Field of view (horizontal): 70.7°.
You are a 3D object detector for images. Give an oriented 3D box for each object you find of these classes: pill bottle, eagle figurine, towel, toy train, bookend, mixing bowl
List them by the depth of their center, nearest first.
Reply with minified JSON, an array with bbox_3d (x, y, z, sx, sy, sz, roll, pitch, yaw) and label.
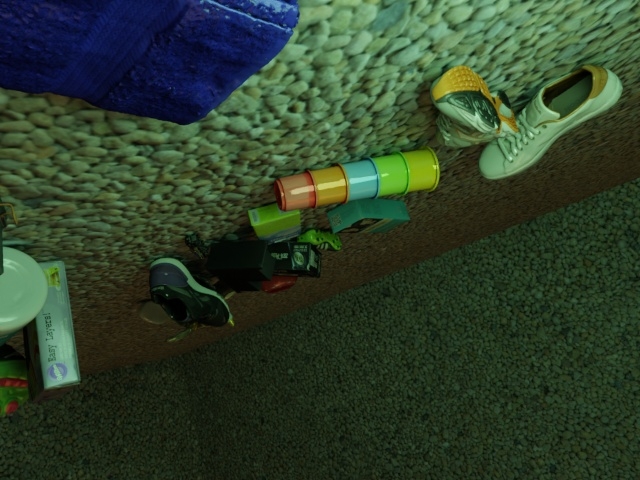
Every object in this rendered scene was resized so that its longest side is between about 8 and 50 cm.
[{"bbox_3d":[-0.178,-0.172,0.337,0.227,0.077,0.308,-29,163,37],"label":"towel"},{"bbox_3d":[-0.602,0.121,0.797,0.264,0.147,0.146,-29,163,36],"label":"pill bottle"},{"bbox_3d":[-0.287,0.017,1.052,0.036,0.027,0.158,-13,166,-6],"label":"toy train"},{"bbox_3d":[-0.170,0.069,1.112,0.157,0.073,0.156,-3,151,23],"label":"bookend"},{"bbox_3d":[-0.318,0.161,1.347,0.226,0.225,0.299,-71,-176,-57],"label":"eagle figurine"},{"bbox_3d":[-0.143,0.113,1.475,0.181,0.098,0.181,-17,166,-4],"label":"mixing bowl"}]

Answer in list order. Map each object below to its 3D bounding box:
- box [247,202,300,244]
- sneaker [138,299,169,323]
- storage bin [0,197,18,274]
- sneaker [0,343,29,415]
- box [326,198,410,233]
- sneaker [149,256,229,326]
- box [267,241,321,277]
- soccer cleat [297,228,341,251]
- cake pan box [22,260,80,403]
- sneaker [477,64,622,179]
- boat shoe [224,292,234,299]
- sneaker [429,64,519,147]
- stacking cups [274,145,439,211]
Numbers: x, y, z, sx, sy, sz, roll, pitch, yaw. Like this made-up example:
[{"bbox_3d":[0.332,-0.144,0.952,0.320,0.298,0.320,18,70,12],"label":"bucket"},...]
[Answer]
[{"bbox_3d":[-0.101,-0.038,1.039,0.108,0.043,0.178,-16,167,-6],"label":"box"},{"bbox_3d":[-0.555,0.243,1.519,0.094,0.080,0.212,-9,170,16],"label":"sneaker"},{"bbox_3d":[-0.459,-0.006,0.600,0.098,0.091,0.135,-10,165,-30],"label":"storage bin"},{"bbox_3d":[-0.848,0.260,0.915,0.185,0.202,0.482,-59,143,-4],"label":"sneaker"},{"bbox_3d":[0.134,-0.065,1.205,0.100,0.060,0.244,-29,163,37],"label":"box"},{"bbox_3d":[-0.333,0.172,1.138,0.107,0.124,0.283,-25,135,13],"label":"sneaker"},{"bbox_3d":[-0.083,0.056,1.268,0.147,0.078,0.180,2,169,9],"label":"box"},{"bbox_3d":[0.000,0.000,1.314,0.072,0.060,0.178,-15,164,30],"label":"soccer cleat"},{"bbox_3d":[-0.572,0.199,0.942,0.070,0.246,0.266,-2,161,-38],"label":"cake pan box"},{"bbox_3d":[0.402,-0.225,0.862,0.123,0.106,0.290,2,147,-40],"label":"sneaker"},{"bbox_3d":[-0.372,0.195,1.626,0.132,0.049,0.042,-24,-165,-6],"label":"boat shoe"},{"bbox_3d":[0.231,-0.196,0.743,0.120,0.100,0.262,-23,165,37],"label":"sneaker"},{"bbox_3d":[0.067,-0.116,0.879,0.315,0.096,0.096,-11,165,-13],"label":"stacking cups"}]
